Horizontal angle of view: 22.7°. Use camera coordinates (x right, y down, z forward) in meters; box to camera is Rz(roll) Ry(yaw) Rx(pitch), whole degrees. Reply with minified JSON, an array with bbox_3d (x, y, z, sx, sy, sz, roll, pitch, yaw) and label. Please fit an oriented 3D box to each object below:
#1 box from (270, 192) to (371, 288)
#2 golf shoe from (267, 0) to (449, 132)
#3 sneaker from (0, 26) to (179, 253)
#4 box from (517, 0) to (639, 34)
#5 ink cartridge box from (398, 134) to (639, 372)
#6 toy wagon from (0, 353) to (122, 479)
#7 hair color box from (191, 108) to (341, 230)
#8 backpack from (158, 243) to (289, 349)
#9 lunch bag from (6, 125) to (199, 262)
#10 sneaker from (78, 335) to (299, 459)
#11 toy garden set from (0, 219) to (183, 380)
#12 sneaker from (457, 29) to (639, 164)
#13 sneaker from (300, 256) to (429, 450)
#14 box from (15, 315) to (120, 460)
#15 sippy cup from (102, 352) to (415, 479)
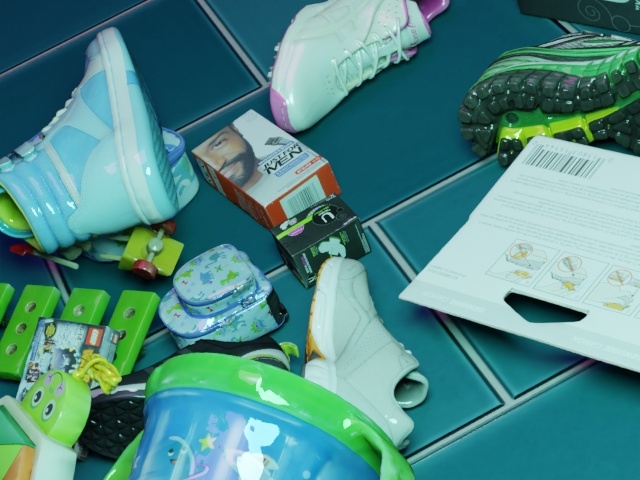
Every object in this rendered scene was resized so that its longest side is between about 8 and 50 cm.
[{"bbox_3d":[0.000,0.000,1.698,0.083,0.052,0.062,-30,39,-11],"label":"box"},{"bbox_3d":[0.047,-0.241,1.908,0.140,0.115,0.306,10,50,30],"label":"golf shoe"},{"bbox_3d":[-0.284,-0.111,1.771,0.208,0.127,0.319,-21,38,2],"label":"sneaker"},{"bbox_3d":[0.354,-0.344,1.830,0.270,0.165,0.143,17,54,39],"label":"box"},{"bbox_3d":[0.267,0.024,1.528,0.296,0.066,0.261,17,52,39],"label":"ink cartridge box"},{"bbox_3d":[-0.302,0.244,1.445,0.344,0.068,0.267,-59,33,0],"label":"toy wagon"},{"bbox_3d":[-0.063,-0.079,1.819,0.093,0.053,0.167,-37,40,-15],"label":"hair color box"},{"bbox_3d":[-0.109,0.065,1.652,0.114,0.084,0.105,-33,37,-7],"label":"backpack"},{"bbox_3d":[-0.262,-0.076,1.887,0.219,0.090,0.176,24,55,41],"label":"lunch bag"},{"bbox_3d":[-0.134,0.150,1.583,0.234,0.084,0.097,-11,29,5],"label":"sneaker"},{"bbox_3d":[-0.269,0.068,1.738,0.244,0.049,0.204,3,59,31],"label":"toy garden set"},{"bbox_3d":[0.322,-0.175,1.680,0.343,0.134,0.146,-1,37,22],"label":"sneaker"},{"bbox_3d":[0.044,0.116,1.530,0.121,0.099,0.262,7,39,0],"label":"sneaker"},{"bbox_3d":[-0.264,0.150,1.627,0.094,0.027,0.137,5,75,31],"label":"box"},{"bbox_3d":[-0.075,0.248,1.333,0.240,0.305,0.224,27,62,-5],"label":"sippy cup"}]
